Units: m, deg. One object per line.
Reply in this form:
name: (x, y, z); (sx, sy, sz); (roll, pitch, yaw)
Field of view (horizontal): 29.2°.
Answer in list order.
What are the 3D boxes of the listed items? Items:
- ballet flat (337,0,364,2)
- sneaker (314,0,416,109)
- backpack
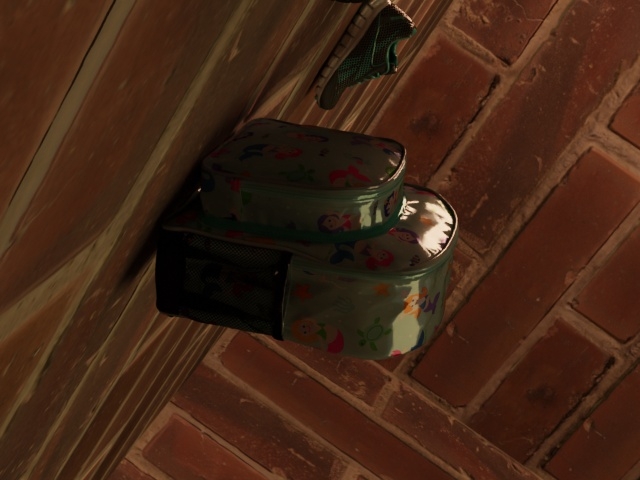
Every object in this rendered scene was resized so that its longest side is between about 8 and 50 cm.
ballet flat: (0.051, -0.264, 1.066); (0.173, 0.049, 0.057); (-55, 134, -41)
sneaker: (0.054, -0.212, 1.461); (0.166, 0.076, 0.065); (-56, 178, 33)
backpack: (0.000, 0.000, 1.129); (0.225, 0.254, 0.191); (-50, 155, -62)
